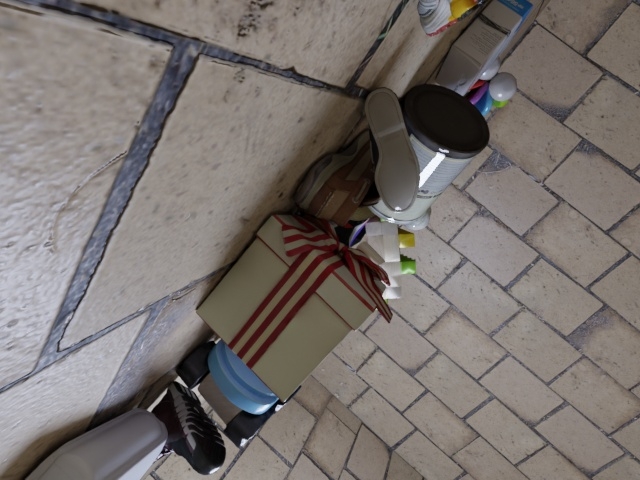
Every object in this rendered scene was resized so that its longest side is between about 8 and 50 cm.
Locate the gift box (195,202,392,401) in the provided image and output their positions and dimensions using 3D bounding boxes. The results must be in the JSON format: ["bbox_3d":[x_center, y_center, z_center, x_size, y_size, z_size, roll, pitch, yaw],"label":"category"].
[{"bbox_3d":[-0.027,0.102,0.736,0.258,0.255,0.276,-49,177,10],"label":"gift box"}]

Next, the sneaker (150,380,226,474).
[{"bbox_3d":[-0.306,0.432,0.856,0.162,0.106,0.281,-48,-151,-13],"label":"sneaker"}]

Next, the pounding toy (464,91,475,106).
[{"bbox_3d":[0.366,-0.378,1.280,0.205,0.094,0.181,-9,163,-28],"label":"pounding toy"}]

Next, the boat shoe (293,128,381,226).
[{"bbox_3d":[0.077,-0.116,0.778,0.324,0.116,0.123,-43,170,-45],"label":"boat shoe"}]

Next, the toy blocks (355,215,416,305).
[{"bbox_3d":[0.220,0.005,1.398,0.261,0.190,0.382,-74,158,-60],"label":"toy blocks"}]

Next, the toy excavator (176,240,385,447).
[{"bbox_3d":[-0.050,0.208,0.991,0.445,0.222,0.433,-47,169,21],"label":"toy excavator"}]

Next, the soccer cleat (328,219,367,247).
[{"bbox_3d":[0.050,-0.018,1.196,0.318,0.108,0.116,-50,177,-15],"label":"soccer cleat"}]

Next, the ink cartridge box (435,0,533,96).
[{"bbox_3d":[0.383,-0.463,0.977,0.203,0.086,0.148,-48,172,-9],"label":"ink cartridge box"}]

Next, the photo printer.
[{"bbox_3d":[-0.398,0.420,0.680,0.256,0.107,0.307,-50,173,-7],"label":"photo printer"}]

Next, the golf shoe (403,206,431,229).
[{"bbox_3d":[0.340,-0.194,1.401,0.140,0.115,0.307,51,46,-60],"label":"golf shoe"}]

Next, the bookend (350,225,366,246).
[{"bbox_3d":[0.144,-0.066,1.563,0.156,0.072,0.157,-57,-177,-12],"label":"bookend"}]

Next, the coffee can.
[{"bbox_3d":[0.231,-0.194,0.978,0.201,0.201,0.275,-45,171,-35],"label":"coffee can"}]

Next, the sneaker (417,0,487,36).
[{"bbox_3d":[0.146,-0.290,0.437,0.088,0.093,0.225,-33,-166,10],"label":"sneaker"}]

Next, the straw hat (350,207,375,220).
[{"bbox_3d":[0.106,-0.122,1.105,0.144,0.144,0.061,-48,131,-16],"label":"straw hat"}]

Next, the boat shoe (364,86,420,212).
[{"bbox_3d":[0.120,-0.149,0.683,0.075,0.206,0.065,-11,-159,12],"label":"boat shoe"}]

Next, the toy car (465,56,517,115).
[{"bbox_3d":[0.447,-0.436,1.162,0.136,0.182,0.159,-43,-169,4],"label":"toy car"}]
